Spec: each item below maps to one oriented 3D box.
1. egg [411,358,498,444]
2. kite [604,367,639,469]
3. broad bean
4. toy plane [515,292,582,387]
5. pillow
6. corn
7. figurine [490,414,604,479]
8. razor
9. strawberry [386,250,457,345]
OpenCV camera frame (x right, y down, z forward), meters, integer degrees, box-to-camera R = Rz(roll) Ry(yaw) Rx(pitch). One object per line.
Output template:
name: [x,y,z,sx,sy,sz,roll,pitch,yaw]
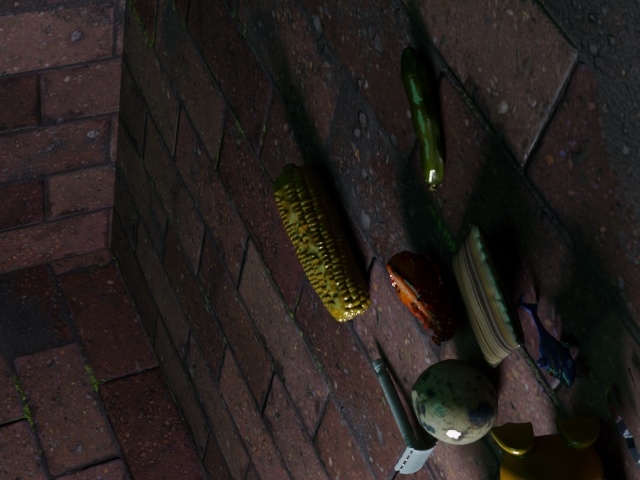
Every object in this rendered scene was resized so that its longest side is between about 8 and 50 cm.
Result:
egg: [0.227,0.274,1.815,0.181,0.141,0.141,-150,50,-69]
kite: [0.493,0.337,1.414,0.360,0.022,0.204,64,153,23]
broad bean: [0.175,-0.207,1.777,0.065,0.046,0.255,-156,54,-76]
toy plane: [0.342,0.153,1.598,0.054,0.062,0.167,104,154,-48]
pillow: [0.267,0.092,1.705,0.212,0.052,0.208,99,155,-74]
corn: [0.000,0.000,2.193,0.363,0.120,0.120,65,154,19]
figurine: [0.347,0.389,1.569,0.215,0.215,0.228,51,159,44]
razor: [0.154,0.343,2.122,0.106,0.068,0.232,110,144,-51]
strawberry: [0.191,0.096,1.887,0.188,0.082,0.121,52,168,25]
